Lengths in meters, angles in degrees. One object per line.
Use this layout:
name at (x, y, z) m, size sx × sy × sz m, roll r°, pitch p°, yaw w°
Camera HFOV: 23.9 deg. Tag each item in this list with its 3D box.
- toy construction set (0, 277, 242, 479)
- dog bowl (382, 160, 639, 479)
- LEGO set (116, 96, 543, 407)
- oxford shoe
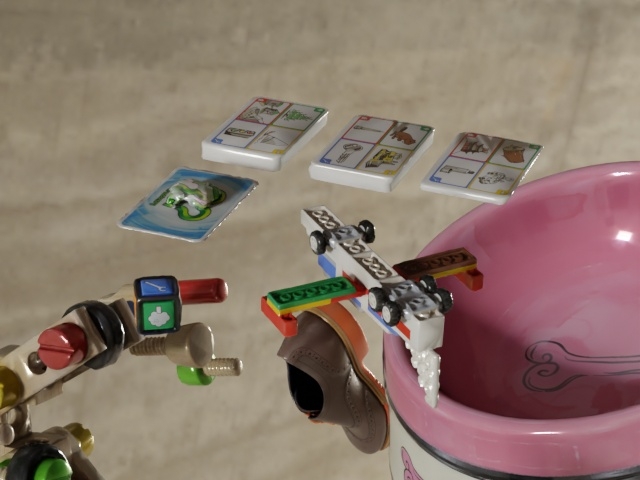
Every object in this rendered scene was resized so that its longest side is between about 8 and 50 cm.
toy construction set at (-0.236, 0.152, 1.335) m, size 0.237 × 0.257 × 0.309 m, roll -3°, pitch -144°, yaw 33°
dog bowl at (0.232, 0.090, 1.243) m, size 0.407 × 0.150 × 0.408 m, roll -15°, pitch -147°, yaw 10°
LEGO set at (0.000, 0.000, 0.794) m, size 0.182 × 0.060 × 0.244 m, roll 11°, pitch -151°, yaw 18°
oxford shoe at (0.011, 0.173, 1.730) m, size 0.097 × 0.271 × 0.098 m, roll 27°, pitch -117°, yaw 38°
